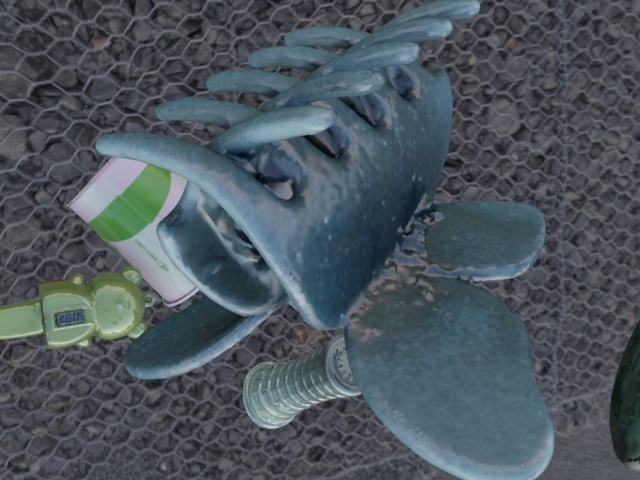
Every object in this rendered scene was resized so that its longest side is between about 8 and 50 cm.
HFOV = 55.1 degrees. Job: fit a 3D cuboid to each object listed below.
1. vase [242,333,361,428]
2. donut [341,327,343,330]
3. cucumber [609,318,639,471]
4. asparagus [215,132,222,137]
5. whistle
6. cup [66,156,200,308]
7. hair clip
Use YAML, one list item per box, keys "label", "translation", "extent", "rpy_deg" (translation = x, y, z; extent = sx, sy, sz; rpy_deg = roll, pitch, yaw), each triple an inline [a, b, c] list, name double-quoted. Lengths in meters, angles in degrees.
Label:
- label: "vase"
  translation: [-0.026, 0.273, 1.201]
  extent: [0.143, 0.299, 0.143]
  rpy_deg: [16, 58, -29]
- label: "donut"
  translation: [0.091, 0.142, 0.782]
  extent: [0.065, 0.117, 0.166]
  rpy_deg: [-39, 70, 8]
- label: "cucumber"
  translation: [0.289, 0.077, 0.493]
  extent: [0.115, 0.063, 0.243]
  rpy_deg: [-2, 115, -50]
- label: "asparagus"
  translation: [-0.102, -0.034, 0.866]
  extent: [0.025, 0.024, 0.248]
  rpy_deg: [-10, 112, 17]
- label: "whistle"
  translation: [-0.428, 0.123, 1.055]
  extent: [0.289, 0.106, 0.131]
  rpy_deg: [-7, 99, -25]
- label: "cup"
  translation: [-0.308, -0.048, 1.175]
  extent: [0.253, 0.253, 0.274]
  rpy_deg: [-48, 112, -5]
- label: "hair clip"
  translation: [0.016, -0.037, 0.515]
  extent: [0.318, 0.392, 0.238]
  rpy_deg: [-46, 130, -41]
